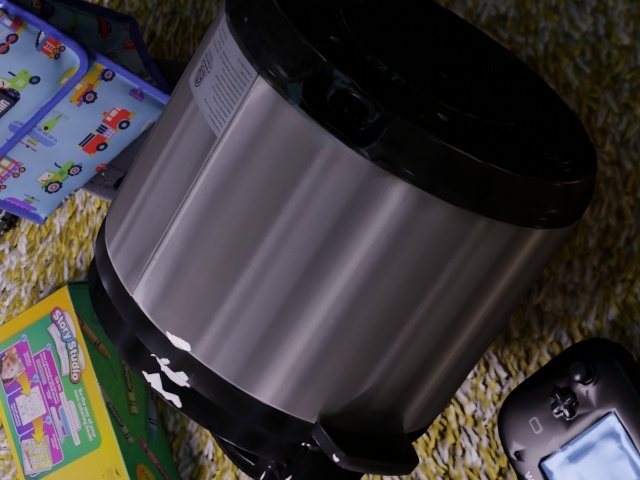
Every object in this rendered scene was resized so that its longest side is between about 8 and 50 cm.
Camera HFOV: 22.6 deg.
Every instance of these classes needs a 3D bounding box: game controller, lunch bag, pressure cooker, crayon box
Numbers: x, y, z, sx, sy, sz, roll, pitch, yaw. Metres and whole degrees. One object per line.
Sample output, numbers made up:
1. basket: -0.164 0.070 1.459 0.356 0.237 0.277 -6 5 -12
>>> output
1. game controller: 0.278 0.249 1.429 0.166 0.067 0.319 -40 67 29
2. lunch bag: -0.330 -0.159 1.654 0.221 0.293 0.138 -40 62 18
3. pressure cooker: -0.005 -0.002 1.442 0.375 0.370 0.420 33 114 1
4. crayon box: -0.274 0.204 1.824 0.165 0.081 0.278 -30 73 32

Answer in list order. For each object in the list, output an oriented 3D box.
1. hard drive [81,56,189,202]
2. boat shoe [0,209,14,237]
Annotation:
1. hard drive: -0.150 -0.108 1.752 0.255 0.054 0.172 14 98 36
2. boat shoe: -0.393 -0.021 1.939 0.142 0.049 0.040 -39 87 31
